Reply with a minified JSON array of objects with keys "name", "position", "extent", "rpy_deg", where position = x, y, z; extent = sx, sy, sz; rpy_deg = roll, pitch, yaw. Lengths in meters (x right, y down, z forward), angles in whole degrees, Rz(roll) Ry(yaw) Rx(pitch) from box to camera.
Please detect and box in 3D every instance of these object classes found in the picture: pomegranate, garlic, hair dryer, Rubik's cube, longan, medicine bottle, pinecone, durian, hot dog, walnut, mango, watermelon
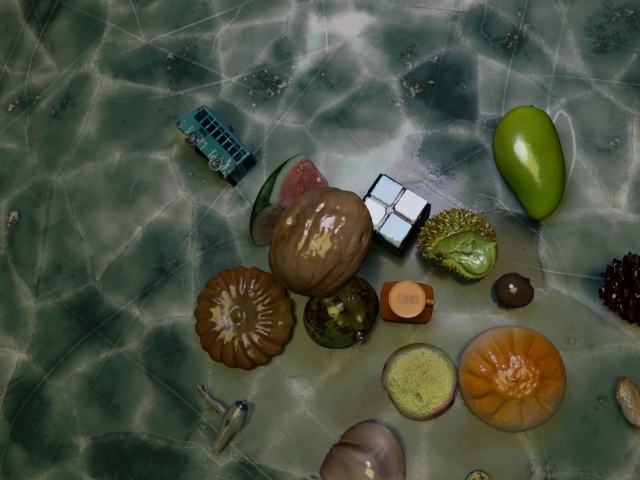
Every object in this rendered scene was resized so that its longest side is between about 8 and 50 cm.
[{"name":"pomegranate","position":[0.046,0.175,1.696],"extent":[0.221,0.204,0.277],"rpy_deg":[-18,80,-23]},{"name":"garlic","position":[0.129,0.603,1.610],"extent":[0.227,0.110,0.217],"rpy_deg":[13,45,33]},{"name":"hair dryer","position":[-0.326,0.543,1.771],"extent":[0.199,0.067,0.167],"rpy_deg":[17,88,22]},{"name":"Rubik's cube","position":[0.211,-0.072,1.735],"extent":[0.183,0.180,0.167],"rpy_deg":[32,86,11]},{"name":"longan","position":[0.565,0.144,1.685],"extent":[0.113,0.092,0.114],"rpy_deg":[-2,67,4]},{"name":"medicine bottle","position":[0.245,0.178,1.659],"extent":[0.149,0.222,0.112],"rpy_deg":[3,80,8]},{"name":"pinecone","position":[0.869,0.129,1.587],"extent":[0.221,0.221,0.222],"rpy_deg":[-2,79,8]},{"name":"durian","position":[0.390,0.004,1.677],"extent":[0.236,0.176,0.200],"rpy_deg":[17,104,-26]},{"name":"hot dog","position":[0.860,0.461,1.595],"extent":[0.078,0.061,0.169],"rpy_deg":[0,55,-23]},{"name":"walnut","position":[0.002,0.001,1.571],"extent":[0.251,0.277,0.313],"rpy_deg":[26,73,-1]},{"name":"mango","position":[0.617,-0.229,1.715],"extent":[0.192,0.156,0.343],"rpy_deg":[-12,79,7]},{"name":"watermelon","position":[-0.087,-0.102,1.825],"extent":[0.292,0.250,0.283],"rpy_deg":[46,57,-26]}]

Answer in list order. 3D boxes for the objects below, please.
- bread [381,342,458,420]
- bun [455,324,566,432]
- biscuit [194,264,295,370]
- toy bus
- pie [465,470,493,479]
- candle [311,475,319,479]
[{"name":"bread","position":[0.293,0.415,1.705],"extent":[0.228,0.033,0.229],"rpy_deg":[-1,80,7]},{"name":"bun","position":[0.528,0.381,1.609],"extent":[0.298,0.165,0.299],"rpy_deg":[-2,78,9]},{"name":"biscuit","position":[-0.243,0.236,1.789],"extent":[0.325,0.107,0.326],"rpy_deg":[-1,83,8]},{"name":"toy bus","position":[-0.336,-0.314,1.892],"extent":[0.147,0.128,0.256],"rpy_deg":[-42,79,-3]},{"name":"pie","position":[0.447,0.691,1.635],"extent":[0.084,0.021,0.084],"rpy_deg":[-1,79,8]},{"name":"candle","position":[-0.075,0.726,1.701],"extent":[0.162,0.048,0.053],"rpy_deg":[-10,113,6]}]
